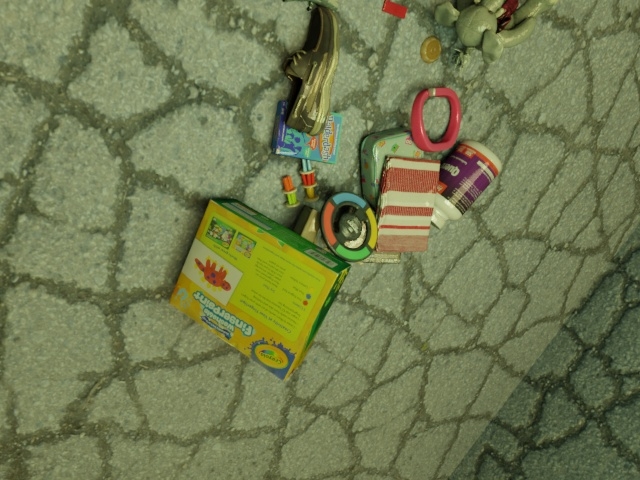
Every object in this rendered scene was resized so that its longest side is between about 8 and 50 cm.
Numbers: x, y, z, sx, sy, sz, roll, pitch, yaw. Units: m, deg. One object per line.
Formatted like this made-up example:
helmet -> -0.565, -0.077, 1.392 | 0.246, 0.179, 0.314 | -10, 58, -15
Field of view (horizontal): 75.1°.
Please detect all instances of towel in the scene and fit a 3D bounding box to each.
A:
towel -> 0.301, -0.118, 1.436 | 0.237, 0.037, 0.329 | -1, 105, -28

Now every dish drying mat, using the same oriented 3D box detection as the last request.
dish drying mat -> 0.229, -0.712, 1.284 | 0.083, 0.008, 0.032 | 4, 114, -27

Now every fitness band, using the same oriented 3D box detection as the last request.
fitness band -> 0.401, -0.411, 1.424 | 0.291, 0.054, 0.209 | -19, 111, -45

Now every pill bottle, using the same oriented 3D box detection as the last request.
pill bottle -> 0.505, -0.203, 1.557 | 0.181, 0.181, 0.323 | 36, 96, -33

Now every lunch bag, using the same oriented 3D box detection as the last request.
lunch bag -> 0.259, -0.246, 1.470 | 0.224, 0.108, 0.279 | -19, 122, -19

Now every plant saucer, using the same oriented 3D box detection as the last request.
plant saucer -> 0.370, -0.632, 1.383 | 0.083, 0.015, 0.083 | -10, 119, -20

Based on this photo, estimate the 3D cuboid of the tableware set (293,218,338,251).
tableware set -> 0.000, 0.000, 1.516 | 0.194, 0.039, 0.128 | -14, 120, -17

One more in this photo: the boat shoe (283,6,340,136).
boat shoe -> -0.033, -0.483, 1.184 | 0.130, 0.132, 0.355 | 3, 97, -22

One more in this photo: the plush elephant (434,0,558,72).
plush elephant -> 0.502, -0.678, 1.259 | 0.330, 0.272, 0.255 | -55, 169, 26

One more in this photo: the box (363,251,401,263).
box -> 0.207, -0.008, 1.547 | 0.191, 0.045, 0.184 | 1, 96, -7

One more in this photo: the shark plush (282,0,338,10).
shark plush -> -0.021, -0.672, 1.165 | 0.161, 0.073, 0.067 | -21, 153, -20

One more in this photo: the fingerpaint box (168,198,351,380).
fingerpaint box -> -0.189, 0.136, 1.274 | 0.371, 0.445, 0.163 | -65, 165, 14

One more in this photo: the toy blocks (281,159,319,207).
toy blocks -> -0.073, -0.195, 1.377 | 0.123, 0.054, 0.148 | -17, 119, -14

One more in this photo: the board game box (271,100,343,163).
board game box -> -0.039, -0.334, 1.307 | 0.210, 0.047, 0.160 | 4, 98, -27

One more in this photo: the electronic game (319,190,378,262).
electronic game -> 0.093, -0.044, 1.313 | 0.229, 0.048, 0.229 | 9, 74, -34

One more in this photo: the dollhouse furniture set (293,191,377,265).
dollhouse furniture set -> 0.088, 0.021, 1.418 | 0.356, 0.174, 0.303 | 24, 97, -13
